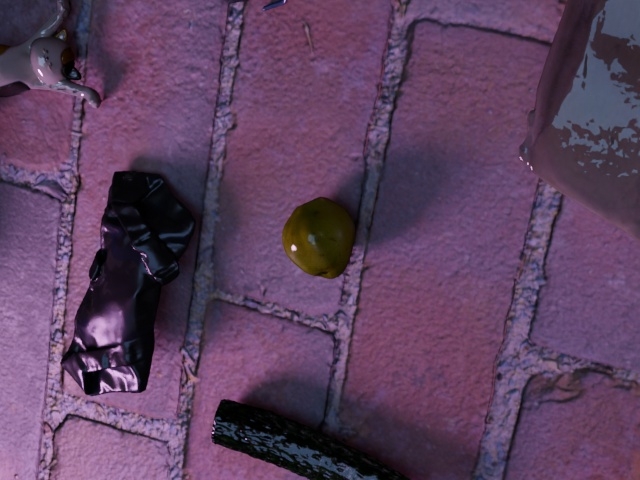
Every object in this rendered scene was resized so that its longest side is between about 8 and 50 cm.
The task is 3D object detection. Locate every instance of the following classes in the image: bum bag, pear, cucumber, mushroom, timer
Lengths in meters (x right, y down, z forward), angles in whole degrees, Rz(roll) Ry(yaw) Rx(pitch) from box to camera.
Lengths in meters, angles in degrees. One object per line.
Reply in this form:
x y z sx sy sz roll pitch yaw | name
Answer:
-0.247 0.064 1.442 0.137 0.074 0.310 24 105 25 | bum bag
0.000 0.000 1.332 0.092 0.092 0.097 -30 92 24 | pear
0.000 0.275 1.415 0.293 0.067 0.068 19 109 13 | cucumber
0.311 -0.206 1.141 0.154 0.137 0.407 16 106 28 | mushroom
-0.423 -0.205 1.416 0.266 0.175 0.175 -16 98 4 | timer

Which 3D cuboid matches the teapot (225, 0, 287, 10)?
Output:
-0.080 -0.297 1.301 0.083 0.049 0.064 -6 102 21 | teapot
